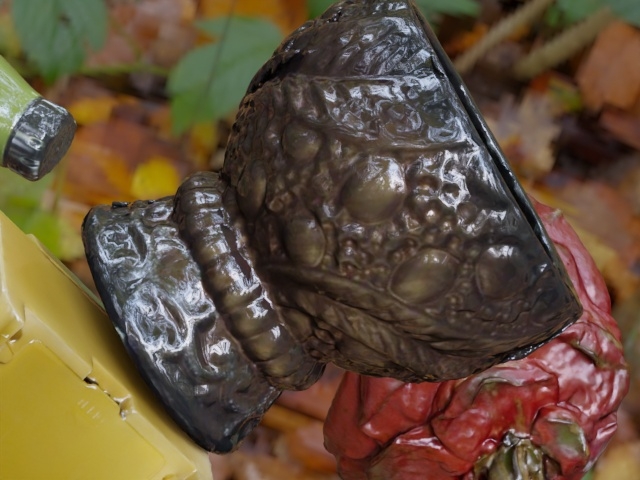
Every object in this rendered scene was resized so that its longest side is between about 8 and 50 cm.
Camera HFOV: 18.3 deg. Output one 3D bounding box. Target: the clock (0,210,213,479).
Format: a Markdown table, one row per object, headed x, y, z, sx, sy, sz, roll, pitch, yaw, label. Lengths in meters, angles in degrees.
| x | y | z | sx | sy | sz | roll | pitch | yaw | label |
| --- | --- | --- | --- | --- | --- | --- | --- | --- | --- |
| -0.259 | 0.158 | 1.324 | 0.244 | 0.317 | 0.200 | 49 | 4 | -25 | clock |

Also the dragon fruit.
| x | y | z | sx | sy | sz | roll | pitch | yaw | label |
| --- | --- | --- | --- | --- | --- | --- | --- | --- | --- |
| 0.138 | 0.131 | 1.697 | 0.205 | 0.317 | 0.152 | 38 | 14 | 23 | dragon fruit |

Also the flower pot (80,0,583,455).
| x | y | z | sx | sy | sz | roll | pitch | yaw | label |
| --- | --- | --- | --- | --- | --- | --- | --- | --- | --- |
| 0.000 | 0.000 | 1.334 | 0.267 | 0.266 | 0.266 | -28 | 37 | 8 | flower pot |

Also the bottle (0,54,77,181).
| x | y | z | sx | sy | sz | roll | pitch | yaw | label |
| --- | --- | --- | --- | --- | --- | --- | --- | --- | --- |
| -0.339 | -0.138 | 1.742 | 0.260 | 0.112 | 0.112 | 28 | 33 | 9 | bottle |
